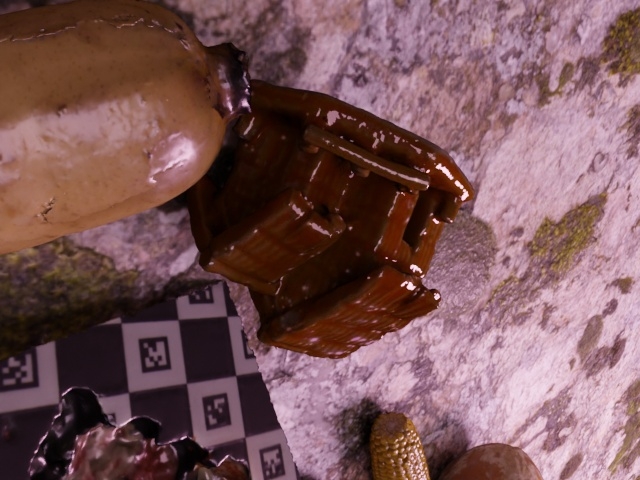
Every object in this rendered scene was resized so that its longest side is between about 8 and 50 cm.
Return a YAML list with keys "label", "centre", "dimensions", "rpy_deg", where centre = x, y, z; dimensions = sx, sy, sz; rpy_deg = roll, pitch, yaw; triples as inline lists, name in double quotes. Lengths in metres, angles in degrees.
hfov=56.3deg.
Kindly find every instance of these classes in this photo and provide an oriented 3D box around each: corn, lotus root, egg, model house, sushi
- label: "corn"
  centre: [0.128, 0.373, 0.926]
  dimensions: [0.091, 0.091, 0.259]
  rpy_deg: [-39, 127, -39]
- label: "lotus root"
  centre: [-0.179, -0.089, 0.439]
  dimensions: [0.284, 0.146, 0.160]
  rpy_deg: [-22, 143, -20]
- label: "egg"
  centre: [0.289, 0.464, 1.018]
  dimensions: [0.204, 0.203, 0.245]
  rpy_deg: [15, 97, -41]
- label: "model house"
  centre: [0.000, -0.002, 0.570]
  dimensions: [0.199, 0.220, 0.229]
  rpy_deg: [22, 84, -56]
- label: "sushi"
  centre: [-0.172, 0.230, 0.541]
  dimensions: [0.339, 0.069, 0.319]
  rpy_deg: [-21, 90, -51]
